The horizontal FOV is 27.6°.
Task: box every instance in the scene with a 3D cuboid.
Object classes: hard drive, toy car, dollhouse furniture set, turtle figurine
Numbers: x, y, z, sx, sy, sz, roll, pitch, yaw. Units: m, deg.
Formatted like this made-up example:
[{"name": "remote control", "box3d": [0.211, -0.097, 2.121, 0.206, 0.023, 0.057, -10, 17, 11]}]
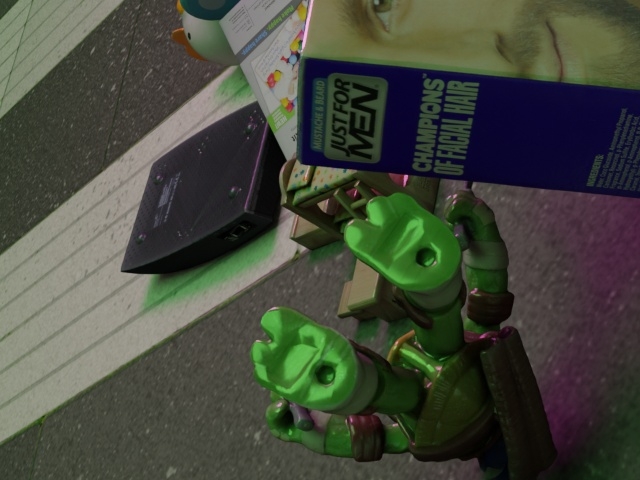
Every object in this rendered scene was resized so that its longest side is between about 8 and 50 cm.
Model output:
[{"name": "hard drive", "box3d": [-0.126, -0.053, 1.479, 0.254, 0.054, 0.172, -23, 46, 47]}, {"name": "toy car", "box3d": [-0.117, -0.289, 1.551, 0.238, 0.210, 0.219, -49, 36, 44]}, {"name": "dollhouse furniture set", "box3d": [0.000, 0.000, 1.186, 0.182, 0.101, 0.161, -22, 47, 48]}, {"name": "turtle figurine", "box3d": [0.033, 0.050, 0.873, 0.198, 0.266, 0.275, -18, 68, 11]}]

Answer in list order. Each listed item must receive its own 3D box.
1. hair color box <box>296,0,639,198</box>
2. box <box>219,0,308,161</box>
[{"name": "hair color box", "box3d": [0.161, -0.132, 0.826, 0.110, 0.339, 0.185, 91, -175, -55]}, {"name": "box", "box3d": [-0.015, -0.194, 1.355, 0.145, 0.038, 0.186, -37, 70, 34]}]
